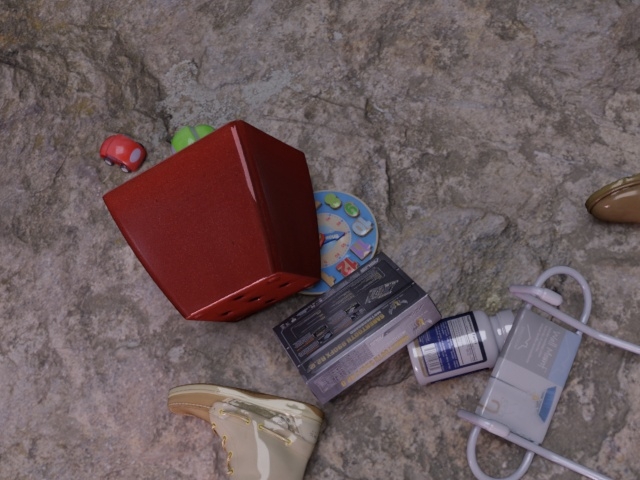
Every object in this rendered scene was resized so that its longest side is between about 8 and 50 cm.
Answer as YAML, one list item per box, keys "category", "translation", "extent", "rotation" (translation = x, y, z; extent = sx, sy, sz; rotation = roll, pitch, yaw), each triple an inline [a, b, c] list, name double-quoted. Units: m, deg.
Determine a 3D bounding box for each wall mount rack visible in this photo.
- category: "wall mount rack"
  translation: [0.373, 0.221, 1.226]
  extent: [0.304, 0.130, 0.350]
  rotation: [27, 81, -16]

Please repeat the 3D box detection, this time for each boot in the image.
- category: "boot"
  translation: [0.562, 0.020, 1.302]
  extent: [0.236, 0.089, 0.269]
  rotation: [-14, 64, 6]
- category: "boot"
  translation: [-0.139, 0.339, 1.326]
  extent: [0.262, 0.095, 0.203]
  rotation: [8, 69, 13]

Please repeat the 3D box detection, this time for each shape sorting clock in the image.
- category: "shape sorting clock"
  translation: [0.000, 0.000, 1.478]
  extent: [0.206, 0.040, 0.206]
  rotation: [-5, 64, 11]

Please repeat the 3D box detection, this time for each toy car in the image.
- category: "toy car"
  translation: [-0.301, -0.161, 1.621]
  extent: [0.225, 0.053, 0.239]
  rotation: [-31, 62, -1]

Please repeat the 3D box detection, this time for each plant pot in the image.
- category: "plant pot"
  translation: [-0.145, -0.007, 1.387]
  extent: [0.267, 0.267, 0.235]
  rotation: [-27, 75, 17]

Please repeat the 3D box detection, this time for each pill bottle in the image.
- category: "pill bottle"
  translation: [0.223, 0.161, 1.316]
  extent: [0.170, 0.094, 0.094]
  rotation: [-16, 63, 6]

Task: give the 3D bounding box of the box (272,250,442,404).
- category: "box"
  translation: [0.053, 0.132, 1.344]
  extent: [0.231, 0.056, 0.183]
  rotation: [-36, 29, -4]
